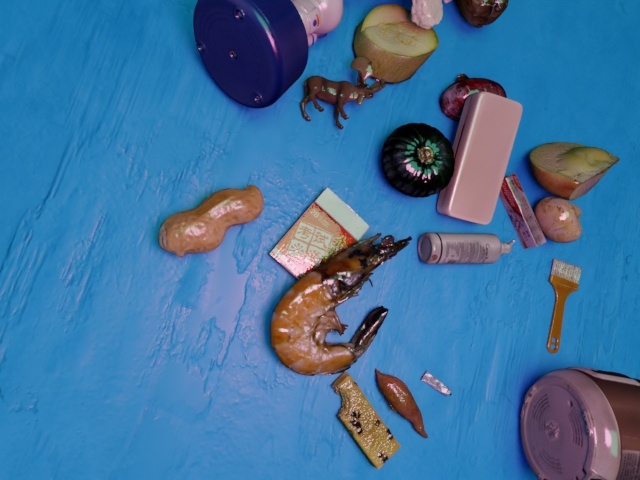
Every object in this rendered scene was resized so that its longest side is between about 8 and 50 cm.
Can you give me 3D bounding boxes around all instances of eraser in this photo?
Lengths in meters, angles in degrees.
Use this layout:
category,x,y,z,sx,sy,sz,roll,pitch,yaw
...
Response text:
category,x,y,z,sx,sy,sz,roll,pitch,yaw
eraser,0.000,0.000,1.164,0.157,0.038,0.230,42,75,-7

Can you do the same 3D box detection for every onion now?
category,x,y,z,sx,sy,sz,roll,pitch,yaw
onion,0.444,-0.416,1.312,0.205,0.098,0.151,-13,88,-17

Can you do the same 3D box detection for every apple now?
category,x,y,z,sx,sy,sz,roll,pitch,yaw
apple,0.711,-0.208,1.348,0.264,0.120,0.193,-26,49,-32

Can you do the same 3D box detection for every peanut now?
category,x,y,z,sx,sy,sz,roll,pitch,yaw
peanut,-0.249,-0.049,1.070,0.263,0.101,0.117,-36,118,-19

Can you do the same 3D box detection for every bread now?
category,x,y,z,sx,sy,sz,roll,pitch,yaw
bread,0.100,0.439,1.128,0.088,0.049,0.226,-37,93,-17

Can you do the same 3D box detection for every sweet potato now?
category,x,y,z,sx,sy,sz,roll,pitch,yaw
sweet potato,0.213,0.414,1.157,0.068,0.068,0.226,-38,95,-17

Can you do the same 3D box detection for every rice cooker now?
category,x,y,z,sx,sy,sz,roll,pitch,yaw
rice cooker,0.720,0.489,1.151,0.324,0.335,0.336,11,80,-10

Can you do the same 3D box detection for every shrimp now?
category,x,y,z,sx,sy,sz,roll,pitch,yaw
shrimp,0.079,0.151,1.126,0.445,0.085,0.272,-41,111,-14

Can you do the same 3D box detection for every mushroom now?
category,x,y,z,sx,sy,sz,roll,pitch,yaw
mushroom,0.676,-0.061,1.312,0.112,0.148,0.148,-38,94,-1

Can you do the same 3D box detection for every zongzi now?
category,x,y,z,sx,sy,sz,roll,pitch,yaw
zongzi,0.366,-0.791,1.315,0.360,0.160,0.323,5,82,-6

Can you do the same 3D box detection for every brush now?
category,x,y,z,sx,sy,sz,roll,pitch,yaw
brush,0.700,0.195,1.349,0.103,0.013,0.273,17,79,-13

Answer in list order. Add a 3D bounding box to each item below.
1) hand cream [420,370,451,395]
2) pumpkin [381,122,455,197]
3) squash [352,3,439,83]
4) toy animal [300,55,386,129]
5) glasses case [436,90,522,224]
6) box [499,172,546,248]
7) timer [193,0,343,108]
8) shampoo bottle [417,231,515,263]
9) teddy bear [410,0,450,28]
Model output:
category,x,y,z,sx,sy,sz,roll,pitch,yaw
hand cream,0.306,0.380,1.215,0.093,0.019,0.030,36,77,-2
pumpkin,0.256,-0.211,1.209,0.201,0.140,0.202,2,80,-9
squash,0.200,-0.550,1.251,0.220,0.133,0.221,3,77,-12
toy animal,0.063,-0.392,1.205,0.214,0.094,0.186,13,71,-6
glasses case,0.427,-0.218,1.249,0.143,0.076,0.337,14,95,-15
box,0.573,-0.084,1.328,0.039,0.055,0.218,-25,91,-19
timer,-0.083,-0.525,1.126,0.270,0.270,0.383,49,58,-5
shampoo bottle,0.398,0.022,1.249,0.262,0.085,0.085,1,83,-16
teddy bear,0.142,-0.766,1.248,0.327,0.362,0.375,-55,130,-20
